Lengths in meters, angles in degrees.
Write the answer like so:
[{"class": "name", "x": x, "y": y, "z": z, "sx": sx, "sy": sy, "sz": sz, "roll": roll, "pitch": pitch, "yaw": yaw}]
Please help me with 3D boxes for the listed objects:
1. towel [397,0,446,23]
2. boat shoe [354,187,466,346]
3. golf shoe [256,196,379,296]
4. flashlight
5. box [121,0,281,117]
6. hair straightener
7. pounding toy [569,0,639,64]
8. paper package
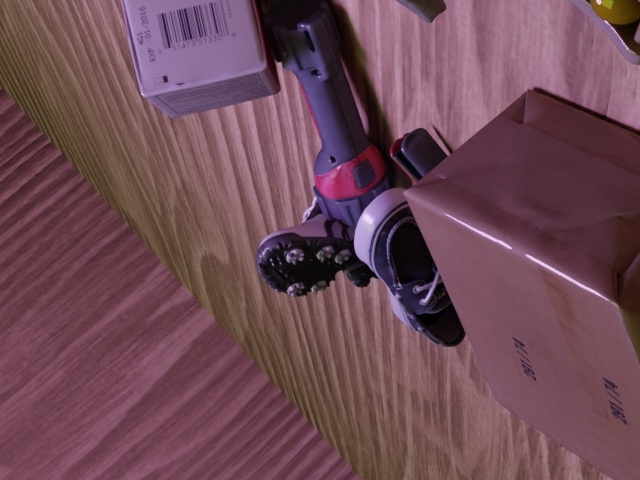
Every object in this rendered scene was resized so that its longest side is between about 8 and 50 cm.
[{"class": "towel", "x": -0.057, "y": -0.334, "z": 1.266, "sx": 0.324, "sy": 0.056, "sz": 0.312, "roll": 27, "pitch": -168, "yaw": -38}, {"class": "boat shoe", "x": 0.129, "y": 0.046, "z": 1.795, "sx": 0.102, "sy": 0.108, "sz": 0.301, "roll": 42, "pitch": 165, "yaw": 33}, {"class": "golf shoe", "x": 0.000, "y": 0.000, "z": 1.840, "sx": 0.273, "sy": 0.105, "sz": 0.120, "roll": -2, "pitch": -130, "yaw": -51}, {"class": "flashlight", "x": 0.008, "y": -0.159, "z": 1.701, "sx": 0.103, "sy": 0.103, "sz": 0.304, "roll": -7, "pitch": 131, "yaw": 19}, {"class": "box", "x": -0.137, "y": -0.233, "z": 1.673, "sx": 0.232, "sy": 0.148, "sz": 0.127, "roll": 25, "pitch": -128, "yaw": -88}, {"class": "hair straightener", "x": 0.171, "y": -0.033, "z": 1.590, "sx": 0.230, "sy": 0.047, "sz": 0.089, "roll": 52, "pitch": 166, "yaw": -3}, {"class": "pounding toy", "x": 0.145, "y": -0.250, "z": 0.936, "sx": 0.269, "sy": 0.154, "sz": 0.155, "roll": 47, "pitch": 165, "yaw": 17}, {"class": "paper package", "x": 0.268, "y": 0.063, "z": 1.296, "sx": 0.309, "sy": 0.168, "sz": 0.325, "roll": 32, "pitch": 155, "yaw": 49}]
